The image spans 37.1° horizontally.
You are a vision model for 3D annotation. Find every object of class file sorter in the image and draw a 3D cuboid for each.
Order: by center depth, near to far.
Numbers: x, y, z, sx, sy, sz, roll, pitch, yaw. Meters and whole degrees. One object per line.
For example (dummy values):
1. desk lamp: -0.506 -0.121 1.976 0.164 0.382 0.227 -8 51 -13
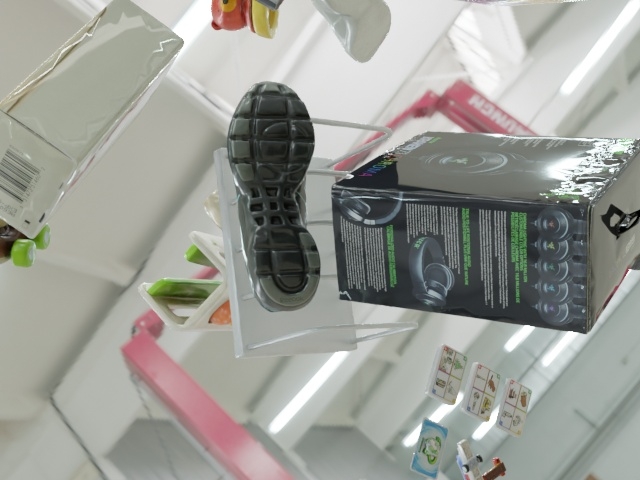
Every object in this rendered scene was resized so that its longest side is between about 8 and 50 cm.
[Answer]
1. file sorter: 0.000 0.000 1.234 0.193 0.277 0.173 2 -14 -38

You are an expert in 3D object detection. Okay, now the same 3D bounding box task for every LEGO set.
1. LEGO set: 0.198 0.295 1.362 0.060 0.182 0.244 -17 50 57

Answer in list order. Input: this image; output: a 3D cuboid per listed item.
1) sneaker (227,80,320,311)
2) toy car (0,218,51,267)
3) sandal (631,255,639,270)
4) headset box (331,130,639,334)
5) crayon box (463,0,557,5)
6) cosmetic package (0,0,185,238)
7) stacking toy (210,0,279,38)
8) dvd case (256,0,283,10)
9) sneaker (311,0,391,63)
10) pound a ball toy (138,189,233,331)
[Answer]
1. sneaker: -0.062 -0.047 1.078 0.101 0.267 0.106 1 -13 -15
2. toy car: -0.585 -0.061 1.716 0.149 0.155 0.188 -77 -8 -65
3. sandal: 0.330 -0.050 1.238 0.097 0.255 0.054 -58 7 -3
4. headset box: 0.194 -0.022 1.002 0.246 0.283 0.131 -33 -56 -53
5. crayon box: 0.272 -0.244 0.721 0.363 0.313 0.106 -88 -7 -76
6. cosmetic package: -0.304 -0.163 1.197 0.160 0.113 0.309 -47 13 39
7. stacking toy: -0.162 -0.582 1.882 0.279 0.130 0.308 56 -141 -73
8. dvd case: -0.087 -0.499 1.526 0.238 0.179 0.029 -59 -4 -21
9. sneaker: 0.025 -0.312 1.244 0.080 0.094 0.212 -50 -26 -3
10. pound a ball toy: -0.136 0.053 1.501 0.208 0.136 0.319 -45 -13 6
